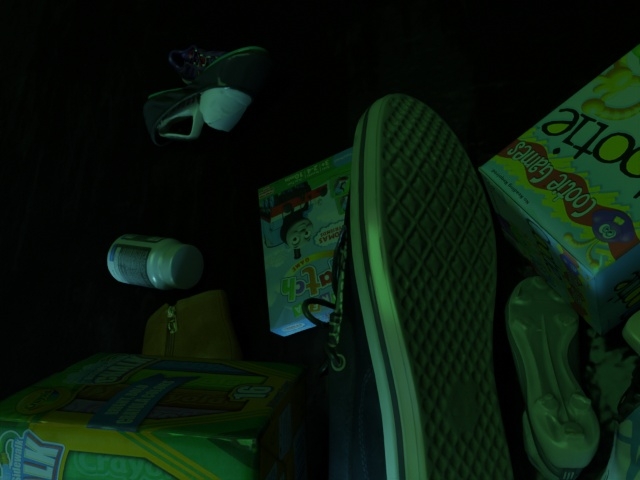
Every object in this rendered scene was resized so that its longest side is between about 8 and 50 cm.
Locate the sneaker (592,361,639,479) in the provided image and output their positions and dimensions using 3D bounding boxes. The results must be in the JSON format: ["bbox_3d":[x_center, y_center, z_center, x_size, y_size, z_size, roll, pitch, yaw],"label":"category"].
[{"bbox_3d":[0.260,0.159,0.456,0.086,0.237,0.085,23,41,32],"label":"sneaker"}]

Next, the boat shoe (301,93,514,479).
[{"bbox_3d":[0.075,0.095,0.592,0.156,0.187,0.500,-19,68,49],"label":"boat shoe"}]

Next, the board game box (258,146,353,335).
[{"bbox_3d":[0.000,0.000,0.787,0.160,0.039,0.211,-22,60,24],"label":"board game box"}]

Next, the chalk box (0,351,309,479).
[{"bbox_3d":[-0.167,0.208,0.526,0.289,0.179,0.180,0,96,11],"label":"chalk box"}]

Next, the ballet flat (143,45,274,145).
[{"bbox_3d":[-0.179,-0.213,0.971,0.280,0.095,0.096,-13,73,40],"label":"ballet flat"}]

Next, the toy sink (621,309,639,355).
[{"bbox_3d":[0.364,0.083,0.421,0.153,0.131,0.234,-25,52,-11],"label":"toy sink"}]

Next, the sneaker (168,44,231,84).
[{"bbox_3d":[-0.192,-0.292,1.019,0.170,0.071,0.068,9,75,35],"label":"sneaker"}]

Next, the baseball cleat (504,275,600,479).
[{"bbox_3d":[0.207,0.130,0.575,0.072,0.109,0.206,5,41,10],"label":"baseball cleat"}]

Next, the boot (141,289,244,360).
[{"bbox_3d":[-0.225,0.206,0.817,0.295,0.104,0.211,-30,51,14],"label":"boot"}]

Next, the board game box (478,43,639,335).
[{"bbox_3d":[0.302,-0.072,0.531,0.275,0.144,0.142,-38,53,3],"label":"board game box"}]

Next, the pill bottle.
[{"bbox_3d":[-0.245,0.033,0.908,0.137,0.078,0.078,6,73,35],"label":"pill bottle"}]
